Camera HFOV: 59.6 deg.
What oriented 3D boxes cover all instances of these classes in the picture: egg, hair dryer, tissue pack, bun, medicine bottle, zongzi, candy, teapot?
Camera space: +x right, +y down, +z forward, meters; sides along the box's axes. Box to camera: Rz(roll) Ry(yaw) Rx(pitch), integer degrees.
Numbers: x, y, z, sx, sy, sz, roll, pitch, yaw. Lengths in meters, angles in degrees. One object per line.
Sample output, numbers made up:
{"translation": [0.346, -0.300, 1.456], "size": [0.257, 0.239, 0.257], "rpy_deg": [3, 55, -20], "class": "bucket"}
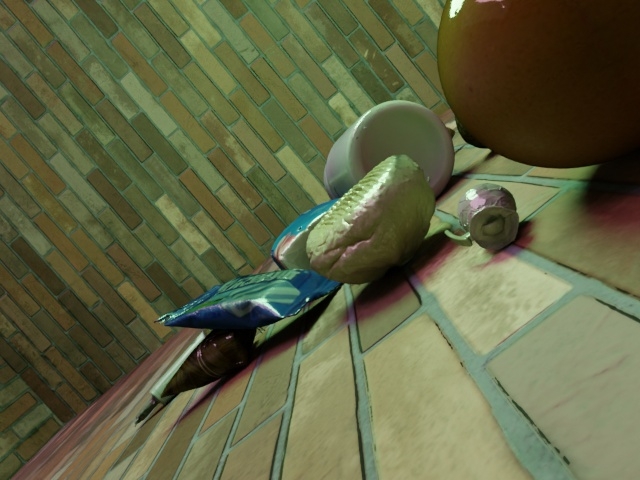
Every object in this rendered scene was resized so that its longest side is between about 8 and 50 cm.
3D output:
{"translation": [0.262, -0.209, 0.545], "size": [0.322, 0.250, 0.250], "rpy_deg": [-37, 4, -21], "class": "egg"}
{"translation": [-0.318, 0.290, 1.326], "size": [0.357, 0.107, 0.173], "rpy_deg": [-48, 5, -15], "class": "hair dryer"}
{"translation": [0.000, 0.000, 1.224], "size": [0.209, 0.137, 0.270], "rpy_deg": [-39, 5, -7], "class": "tissue pack"}
{"translation": [0.085, -0.018, 0.826], "size": [0.220, 0.134, 0.220], "rpy_deg": [-44, 10, 9], "class": "bun"}
{"translation": [0.128, -0.161, 1.245], "size": [0.219, 0.219, 0.388], "rpy_deg": [-41, 5, -8], "class": "medicine bottle"}
{"translation": [-0.212, 0.223, 1.094], "size": [0.184, 0.084, 0.187], "rpy_deg": [-33, 5, 8], "class": "zongzi"}
{"translation": [-0.133, 0.112, 1.042], "size": [0.331, 0.077, 0.187], "rpy_deg": [-10, 12, 33], "class": "candy"}
{"translation": [0.175, -0.019, 0.604], "size": [0.083, 0.064, 0.064], "rpy_deg": [-34, 15, 19], "class": "teapot"}

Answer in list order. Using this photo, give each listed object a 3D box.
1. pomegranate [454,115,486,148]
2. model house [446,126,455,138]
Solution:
{"translation": [0.336, -0.230, 1.055], "size": [0.138, 0.163, 0.125], "rpy_deg": [-26, -42, -33], "class": "pomegranate"}
{"translation": [0.285, -0.232, 1.456], "size": [0.149, 0.119, 0.148], "rpy_deg": [-15, -8, 17], "class": "model house"}
